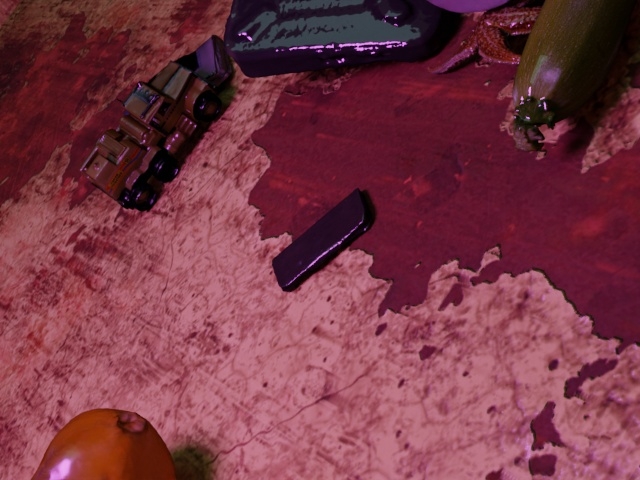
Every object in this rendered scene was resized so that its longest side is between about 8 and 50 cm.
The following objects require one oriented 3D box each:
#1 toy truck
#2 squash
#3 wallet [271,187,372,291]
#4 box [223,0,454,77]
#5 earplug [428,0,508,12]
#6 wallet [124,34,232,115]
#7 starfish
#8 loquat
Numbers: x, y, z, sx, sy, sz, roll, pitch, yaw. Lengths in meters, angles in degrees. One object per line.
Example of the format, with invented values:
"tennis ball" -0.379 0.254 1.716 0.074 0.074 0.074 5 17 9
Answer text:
"toy truck" -0.289 -0.185 1.789 0.127 0.127 0.257 35 84 34
"squash" 0.295 -0.253 1.194 0.101 0.101 0.378 -4 50 50
"wallet" 0.000 0.000 1.373 0.157 0.018 0.082 -41 32 15
"box" 0.044 -0.403 1.577 0.350 0.091 0.359 -2 61 28
"earplug" 0.184 -0.436 1.386 0.172 0.172 0.301 -34 29 25
"wallet" -0.262 -0.270 1.937 0.231 0.069 0.170 -38 29 18
"starfish" 0.220 -0.265 1.341 0.238 0.057 0.213 -26 32 32
"loquat" -0.257 0.302 1.240 0.234 0.176 0.187 -65 -12 10
